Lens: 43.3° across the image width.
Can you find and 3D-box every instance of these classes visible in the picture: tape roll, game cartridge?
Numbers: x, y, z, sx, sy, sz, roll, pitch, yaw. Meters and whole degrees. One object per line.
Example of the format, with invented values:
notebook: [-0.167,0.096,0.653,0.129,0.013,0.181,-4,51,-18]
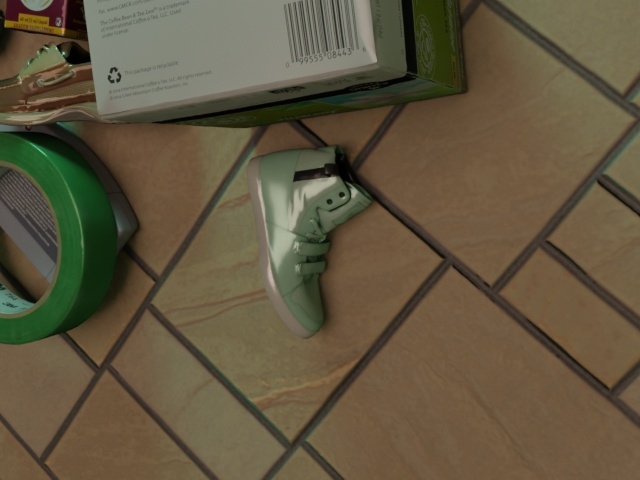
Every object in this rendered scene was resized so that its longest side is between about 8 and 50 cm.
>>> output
tape roll: [-0.461,-0.005,1.228,0.321,0.077,0.321,3,98,25]
game cartridge: [-0.424,-0.069,1.272,0.297,0.062,0.198,46,108,13]

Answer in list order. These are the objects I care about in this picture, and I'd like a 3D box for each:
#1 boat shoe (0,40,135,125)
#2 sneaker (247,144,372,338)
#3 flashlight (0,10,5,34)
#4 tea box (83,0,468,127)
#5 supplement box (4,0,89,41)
boat shoe: [-0.364,-0.231,1.169,0.324,0.123,0.116,0,108,8]
sneaker: [0.000,0.000,1.062,0.151,0.094,0.256,-11,93,23]
flashlight: [-0.595,-0.236,1.305,0.103,0.103,0.304,28,108,-7]
tea box: [-0.037,-0.259,0.917,0.329,0.323,0.220,-5,94,26]
supplement box: [-0.373,-0.385,1.139,0.104,0.081,0.188,12,100,17]
